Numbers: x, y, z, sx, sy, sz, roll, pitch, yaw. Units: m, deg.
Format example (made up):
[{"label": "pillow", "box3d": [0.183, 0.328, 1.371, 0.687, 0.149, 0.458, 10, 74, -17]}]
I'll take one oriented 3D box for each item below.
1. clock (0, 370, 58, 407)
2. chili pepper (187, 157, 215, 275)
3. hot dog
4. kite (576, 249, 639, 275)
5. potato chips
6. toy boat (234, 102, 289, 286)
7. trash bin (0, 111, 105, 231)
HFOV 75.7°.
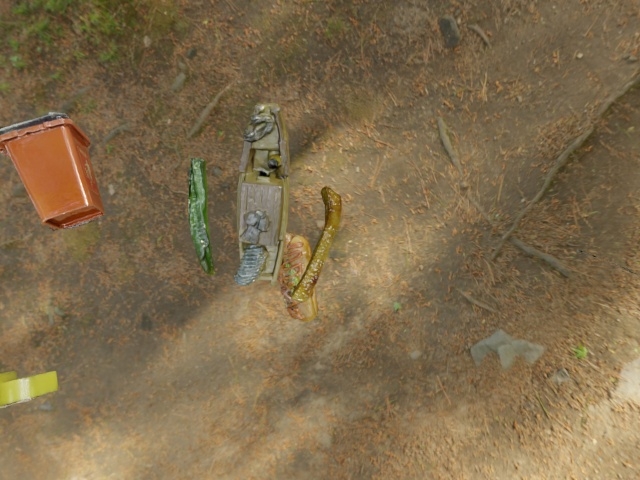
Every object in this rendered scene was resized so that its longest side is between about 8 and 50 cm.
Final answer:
[{"label": "clock", "box3d": [-0.476, 0.171, 0.420, 0.293, 0.277, 0.071, -13, 80, 3]}, {"label": "chili pepper", "box3d": [-0.358, -0.064, 1.233, 0.085, 0.076, 0.359, 11, 106, 50]}, {"label": "hot dog", "box3d": [-0.097, 0.137, 1.474, 0.158, 0.117, 0.349, 24, 128, 45]}, {"label": "kite", "box3d": [0.700, 0.089, 0.841, 0.335, 0.314, 0.012, 30, 104, 40]}, {"label": "potato chips", "box3d": [0.000, 0.000, 0.522, 0.037, 0.204, 0.026, 18, 137, -3]}, {"label": "toy boat", "box3d": [-0.099, -0.065, 0.697, 0.089, 0.121, 0.321, 6, 112, -1]}, {"label": "trash bin", "box3d": [-0.627, -0.152, 0.964, 0.184, 0.161, 0.239, -20, 86, -13]}]
